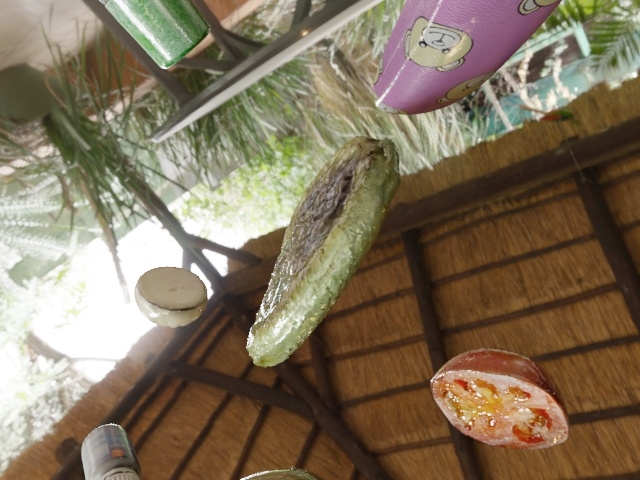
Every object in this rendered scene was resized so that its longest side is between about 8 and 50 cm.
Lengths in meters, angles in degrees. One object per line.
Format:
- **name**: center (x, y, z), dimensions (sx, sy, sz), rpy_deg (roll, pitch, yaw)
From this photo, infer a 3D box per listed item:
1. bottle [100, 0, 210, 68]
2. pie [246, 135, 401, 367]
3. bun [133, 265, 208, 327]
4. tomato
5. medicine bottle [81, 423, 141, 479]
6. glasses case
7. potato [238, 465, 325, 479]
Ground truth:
- **bottle**: center (-0.267, -0.359, 0.557), dimensions (0.093, 0.330, 0.093), rpy_deg (-29, -148, 20)
- **pie**: center (0.000, 0.000, 0.596), dimensions (0.323, 0.071, 0.323), rpy_deg (-59, -170, 17)
- **bun**: center (-0.290, 0.120, 0.931), dimensions (0.138, 0.138, 0.094), rpy_deg (-67, -179, -61)
- **tomato**: center (0.464, 0.384, 1.233), dimensions (0.339, 0.338, 0.143), rpy_deg (-17, -150, 40)
- **medicine bottle**: center (-0.340, 0.386, 0.794), dimensions (0.083, 0.083, 0.203), rpy_deg (-39, -153, -18)
- **glasses case**: center (0.138, -0.205, 0.476), dimensions (0.124, 0.075, 0.316), rpy_deg (-9, 172, -9)
- **potato**: center (-0.064, 0.399, 0.680), dimensions (0.194, 0.157, 0.157), rpy_deg (2, -157, 4)
